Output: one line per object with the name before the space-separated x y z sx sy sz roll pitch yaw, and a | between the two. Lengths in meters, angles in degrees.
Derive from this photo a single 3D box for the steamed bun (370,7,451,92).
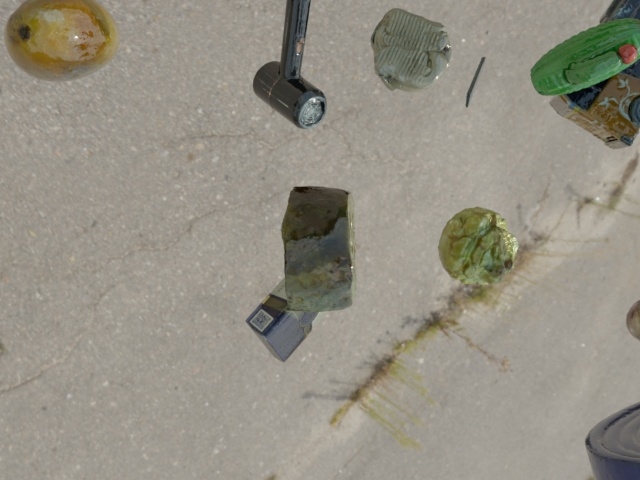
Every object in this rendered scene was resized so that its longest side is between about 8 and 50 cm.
steamed bun | 0.237 -0.488 1.666 0.144 0.218 0.211 57 52 -75

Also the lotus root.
lotus root | 0.000 0.000 1.074 0.119 0.234 0.138 -3 148 8

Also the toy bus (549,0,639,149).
toy bus | 0.607 -0.355 1.190 0.323 0.194 0.162 -58 171 12

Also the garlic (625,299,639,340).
garlic | 0.820 0.197 1.402 0.245 0.245 0.160 41 77 -46

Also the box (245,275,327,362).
box | -0.035 0.125 1.326 0.259 0.071 0.168 -50 153 -15

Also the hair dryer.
hair dryer | -0.053 -0.443 1.421 0.107 0.189 0.352 -21 139 -33

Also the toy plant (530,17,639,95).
toy plant | 0.457 -0.302 1.007 0.155 0.240 0.088 -40 108 -24

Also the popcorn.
popcorn | 0.397 0.016 1.571 0.221 0.184 0.204 -4 95 -54

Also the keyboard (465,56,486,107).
keyboard | 0.468 -0.479 1.872 0.055 0.014 0.176 81 30 -55

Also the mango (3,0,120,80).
mango | -0.465 -0.368 1.143 0.193 0.316 0.146 -16 103 -6

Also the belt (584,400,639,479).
belt | 0.357 0.177 0.479 0.347 0.212 0.117 -7 80 -30
